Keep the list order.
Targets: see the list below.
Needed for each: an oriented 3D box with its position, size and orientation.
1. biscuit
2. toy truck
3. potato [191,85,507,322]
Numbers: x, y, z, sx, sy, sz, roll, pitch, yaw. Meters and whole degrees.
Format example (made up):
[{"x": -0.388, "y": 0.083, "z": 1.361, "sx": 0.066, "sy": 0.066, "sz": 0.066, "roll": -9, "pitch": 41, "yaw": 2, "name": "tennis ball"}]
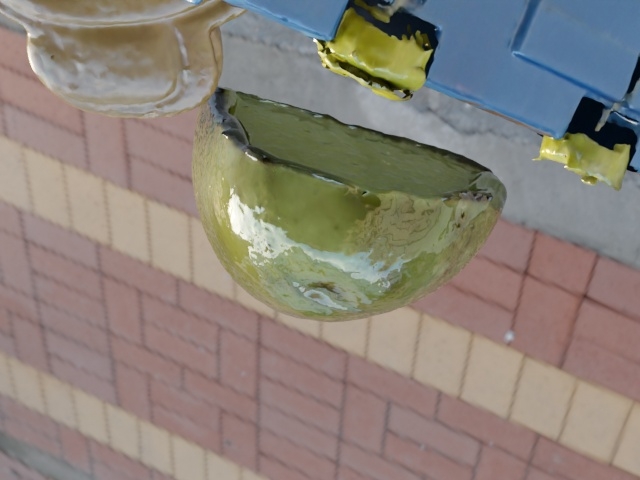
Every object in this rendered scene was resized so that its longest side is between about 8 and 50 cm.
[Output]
[{"x": -0.156, "y": -0.264, "z": 0.920, "sx": 0.269, "sy": 0.051, "sz": 0.376, "roll": -2, "pitch": 121, "yaw": 1, "name": "biscuit"}, {"x": 0.088, "y": -0.145, "z": 0.696, "sx": 0.162, "sy": 0.385, "sz": 0.161, "roll": 31, "pitch": 102, "yaw": 49, "name": "toy truck"}, {"x": 0.000, "y": 0.000, "z": 1.180, "sx": 0.330, "sy": 0.280, "sz": 0.213, "roll": 16, "pitch": 105, "yaw": 1, "name": "potato"}]
